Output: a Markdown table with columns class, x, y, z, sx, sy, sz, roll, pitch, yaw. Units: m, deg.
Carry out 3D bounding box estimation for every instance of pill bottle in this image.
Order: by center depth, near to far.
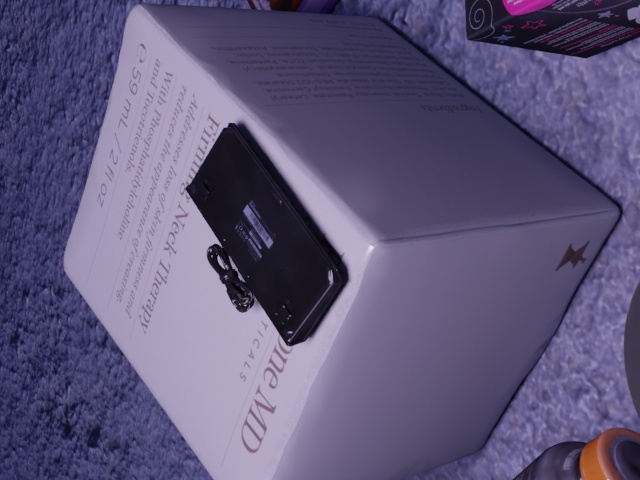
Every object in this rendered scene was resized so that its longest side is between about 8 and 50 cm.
| class | x | y | z | sx | sy | sz | roll | pitch | yaw |
| --- | --- | --- | --- | --- | --- | --- | --- | --- | --- |
| pill bottle | 0.219 | 0.273 | 0.948 | 0.130 | 0.131 | 0.245 | 58 | 134 | 27 |

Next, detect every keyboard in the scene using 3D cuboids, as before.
| class | x | y | z | sx | sy | sz | roll | pitch | yaw |
| --- | --- | --- | --- | --- | --- | --- | --- | --- | --- |
| keyboard | -0.051 | 0.001 | 0.816 | 0.108 | 0.023 | 0.180 | -55 | 54 | 29 |

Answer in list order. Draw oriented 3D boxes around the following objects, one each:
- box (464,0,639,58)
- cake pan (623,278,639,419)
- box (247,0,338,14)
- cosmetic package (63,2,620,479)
| class | x | y | z | sx | sy | sz | roll | pitch | yaw |
| --- | --- | --- | --- | --- | --- | --- | --- | --- | --- |
| box | 0.240 | -0.260 | 0.808 | 0.247 | 0.142 | 0.163 | -16 | 73 | 59 |
| cake pan | 0.365 | 0.099 | 0.812 | 0.293 | 0.054 | 0.293 | 9 | 102 | 49 |
| box | -0.051 | -0.407 | 1.239 | 0.201 | 0.057 | 0.293 | -50 | 58 | 40 |
| cosmetic package | 0.000 | 0.000 | 1.023 | 0.393 | 0.328 | 0.329 | 46 | 127 | 35 |
